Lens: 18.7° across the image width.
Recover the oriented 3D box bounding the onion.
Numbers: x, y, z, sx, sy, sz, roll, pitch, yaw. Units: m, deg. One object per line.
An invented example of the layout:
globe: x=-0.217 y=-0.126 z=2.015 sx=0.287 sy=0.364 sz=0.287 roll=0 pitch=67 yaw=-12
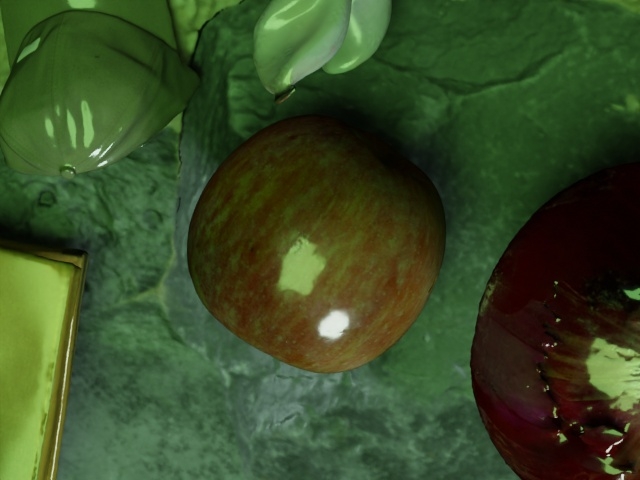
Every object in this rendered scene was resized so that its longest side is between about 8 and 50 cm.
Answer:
onion: x=0.240 y=0.075 z=1.403 sx=0.276 sy=0.276 sz=0.276 roll=5 pitch=114 yaw=12

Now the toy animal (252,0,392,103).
toy animal: x=-0.076 y=-0.261 z=1.378 sx=0.310 sy=0.183 sz=0.247 roll=18 pitch=119 yaw=-3

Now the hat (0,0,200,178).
hat: x=-0.201 y=-0.154 z=1.489 sx=0.166 sy=0.144 sz=0.173 roll=-11 pitch=126 yaw=20

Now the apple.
apple: x=0.000 y=0.000 z=1.463 sx=0.188 sy=0.188 sz=0.174 roll=35 pitch=105 yaw=-2

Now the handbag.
handbag: x=-0.399 y=0.085 z=1.637 sx=0.401 sy=0.133 sz=0.283 roll=13 pitch=110 yaw=8
